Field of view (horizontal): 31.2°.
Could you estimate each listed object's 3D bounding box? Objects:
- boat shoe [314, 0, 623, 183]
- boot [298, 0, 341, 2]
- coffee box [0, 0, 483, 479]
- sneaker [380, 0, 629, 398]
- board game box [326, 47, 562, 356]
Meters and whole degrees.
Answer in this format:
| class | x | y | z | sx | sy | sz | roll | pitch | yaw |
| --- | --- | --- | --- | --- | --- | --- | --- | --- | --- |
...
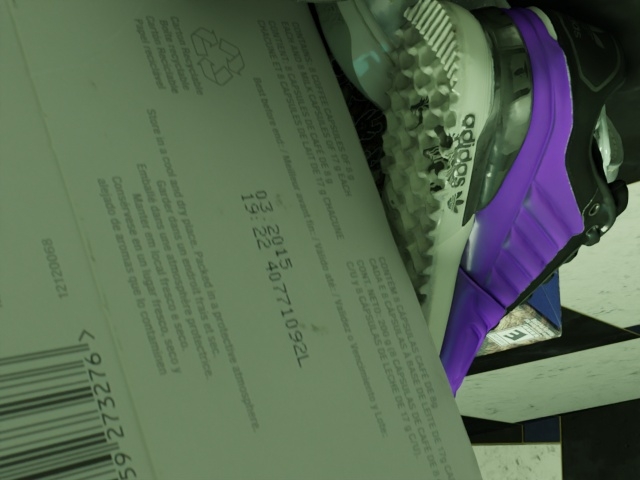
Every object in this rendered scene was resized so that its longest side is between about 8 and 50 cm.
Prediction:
| class | x | y | z | sx | sy | sz | roll | pitch | yaw |
| --- | --- | --- | --- | --- | --- | --- | --- | --- | --- |
| boat shoe | 0.125 | -0.104 | 0.735 | 0.103 | 0.118 | 0.320 | -30 | 145 | 28 |
| boot | 0.075 | -0.203 | 0.482 | 0.263 | 0.091 | 0.229 | -4 | 157 | -19 |
| coffee box | -0.181 | 0.071 | 0.608 | 0.338 | 0.337 | 0.334 | -6 | 161 | -45 |
| sneaker | 0.106 | 0.000 | 0.667 | 0.146 | 0.102 | 0.293 | -6 | 131 | -19 |
| board game box | 0.000 | 0.000 | 0.875 | 0.291 | 0.141 | 0.232 | -19 | 142 | 34 |
